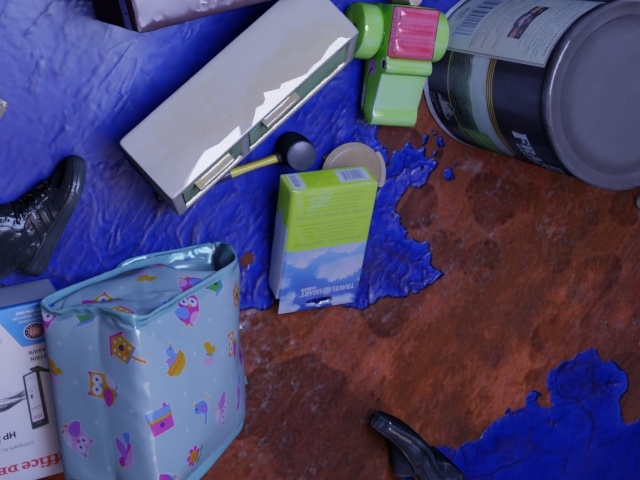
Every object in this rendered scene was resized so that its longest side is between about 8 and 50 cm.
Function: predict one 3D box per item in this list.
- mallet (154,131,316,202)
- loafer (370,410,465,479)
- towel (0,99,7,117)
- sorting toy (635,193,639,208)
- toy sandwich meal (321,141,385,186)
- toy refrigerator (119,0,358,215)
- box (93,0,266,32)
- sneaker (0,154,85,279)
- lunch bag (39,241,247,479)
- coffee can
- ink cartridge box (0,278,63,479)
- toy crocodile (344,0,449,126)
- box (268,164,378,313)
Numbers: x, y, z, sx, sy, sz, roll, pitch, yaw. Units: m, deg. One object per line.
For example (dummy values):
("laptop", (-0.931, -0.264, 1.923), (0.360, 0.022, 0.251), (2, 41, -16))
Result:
("mallet", (-0.094, -0.077, 1.301), (0.190, 0.062, 0.039), (-22, 111, -17))
("loafer", (0.118, 0.284, 1.494), (0.061, 0.062, 0.170), (-48, 116, -1))
("towel", (-0.372, -0.123, 1.194), (0.060, 0.009, 0.083), (33, 89, -28))
("sorting toy", (0.557, -0.067, 1.520), (0.193, 0.208, 0.038), (0, 86, -24))
("toy sandwich meal", (0.038, -0.083, 1.379), (0.086, 0.029, 0.085), (-6, 108, -18))
("toy refrigerator", (-0.083, -0.151, 1.247), (0.269, 0.102, 0.094), (-42, 85, -9))
("box", (-0.131, -0.320, 1.161), (0.203, 0.167, 0.168), (-18, 111, -19))
("sneaker", (-0.320, -0.023, 1.220), (0.089, 0.051, 0.170), (20, 98, -32))
("lunch bag", (-0.169, 0.133, 1.261), (0.262, 0.160, 0.223), (-33, 121, -59))
("coffee can", (0.269, -0.183, 1.315), (0.202, 0.275, 0.201), (-6, 106, -22))
("ink cartridge box", (-0.344, 0.159, 1.239), (0.148, 0.086, 0.203), (-13, 108, -21))
("toy crocodile", (0.106, -0.297, 1.308), (0.115, 0.105, 0.340), (6, 102, -25))
("box", (0.000, 0.000, 1.348), (0.109, 0.042, 0.178), (-8, 129, -22))
